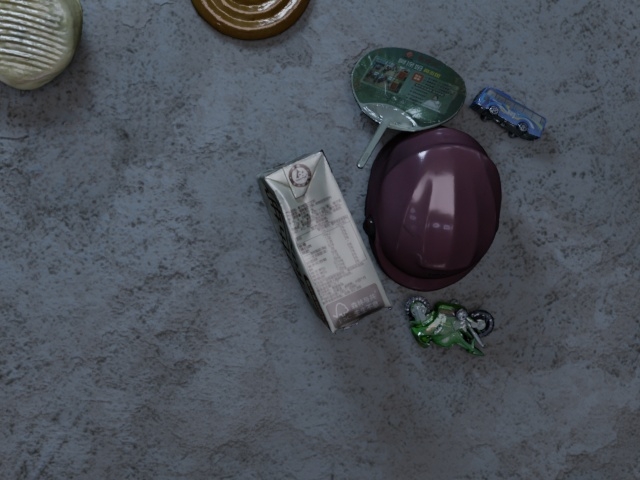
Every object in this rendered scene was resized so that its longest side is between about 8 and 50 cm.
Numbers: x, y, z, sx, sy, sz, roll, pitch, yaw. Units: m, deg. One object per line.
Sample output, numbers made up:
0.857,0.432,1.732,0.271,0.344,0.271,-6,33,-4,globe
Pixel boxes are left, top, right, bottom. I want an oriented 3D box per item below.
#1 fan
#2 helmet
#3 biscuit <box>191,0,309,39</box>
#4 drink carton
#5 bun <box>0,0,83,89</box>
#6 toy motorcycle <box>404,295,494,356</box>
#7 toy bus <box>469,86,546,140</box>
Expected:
0.129,-0.278,1.875,0.294,0.012,0.223,-30,64,-18,fan
0.230,-0.060,1.883,0.270,0.197,0.339,2,93,-10,helmet
-0.134,-0.518,1.880,0.261,0.037,0.262,-1,94,-7,biscuit
0.000,0.001,1.855,0.132,0.194,0.325,-24,96,-7,drink carton
-0.541,-0.399,1.794,0.209,0.116,0.237,-1,111,-4,bun
0.254,0.174,1.965,0.190,0.074,0.106,13,102,-9,toy motorcycle
0.377,-0.253,1.961,0.153,0.051,0.061,29,78,-8,toy bus
